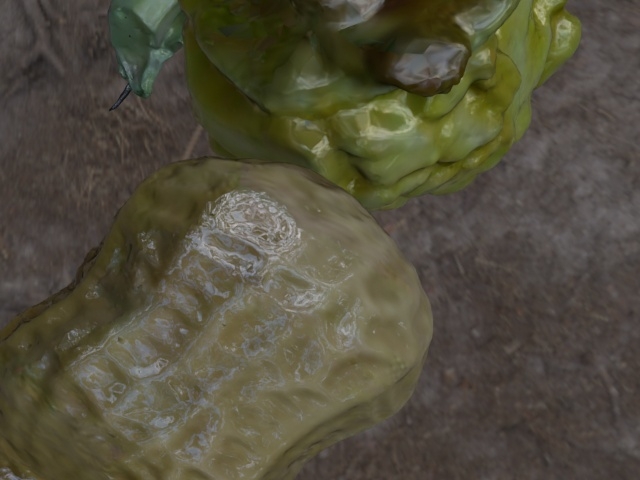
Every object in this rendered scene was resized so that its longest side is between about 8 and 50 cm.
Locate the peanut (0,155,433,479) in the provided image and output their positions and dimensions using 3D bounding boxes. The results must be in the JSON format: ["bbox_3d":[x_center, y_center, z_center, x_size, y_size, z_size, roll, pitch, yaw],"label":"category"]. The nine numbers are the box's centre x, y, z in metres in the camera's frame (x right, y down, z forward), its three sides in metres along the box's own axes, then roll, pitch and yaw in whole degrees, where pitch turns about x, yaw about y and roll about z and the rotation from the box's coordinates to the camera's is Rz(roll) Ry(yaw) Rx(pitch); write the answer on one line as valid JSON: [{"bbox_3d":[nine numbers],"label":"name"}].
[{"bbox_3d":[-0.062,0.062,0.631,0.233,0.110,0.196,-42,131,8],"label":"peanut"}]

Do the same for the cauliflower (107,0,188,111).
[{"bbox_3d":[-0.115,-0.260,1.151,0.256,0.239,0.315,28,81,18],"label":"cauliflower"}]

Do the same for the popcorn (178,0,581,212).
[{"bbox_3d":[0.034,-0.153,0.831,0.293,0.293,0.237,-44,154,7],"label":"popcorn"}]
